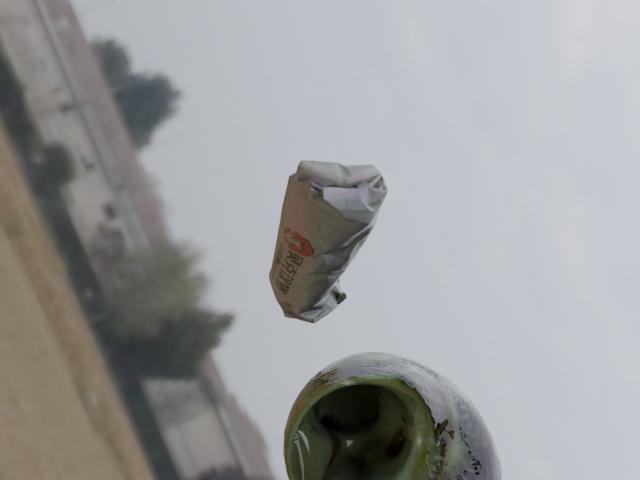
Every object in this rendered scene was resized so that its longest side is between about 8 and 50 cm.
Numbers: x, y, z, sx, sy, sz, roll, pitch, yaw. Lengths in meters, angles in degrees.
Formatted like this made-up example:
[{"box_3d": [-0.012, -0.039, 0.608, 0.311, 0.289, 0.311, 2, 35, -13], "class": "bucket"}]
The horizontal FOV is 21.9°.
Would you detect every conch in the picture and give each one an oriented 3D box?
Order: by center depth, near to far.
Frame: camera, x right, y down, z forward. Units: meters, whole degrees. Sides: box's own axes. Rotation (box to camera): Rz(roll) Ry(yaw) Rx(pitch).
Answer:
[{"box_3d": [0.049, 0.175, 1.280, 0.124, 0.187, 0.181, -157, -112, -69], "class": "conch"}]

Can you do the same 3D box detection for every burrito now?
[{"box_3d": [0.001, -0.001, 1.137, 0.203, 0.064, 0.064, 108, -40, -62], "class": "burrito"}]
